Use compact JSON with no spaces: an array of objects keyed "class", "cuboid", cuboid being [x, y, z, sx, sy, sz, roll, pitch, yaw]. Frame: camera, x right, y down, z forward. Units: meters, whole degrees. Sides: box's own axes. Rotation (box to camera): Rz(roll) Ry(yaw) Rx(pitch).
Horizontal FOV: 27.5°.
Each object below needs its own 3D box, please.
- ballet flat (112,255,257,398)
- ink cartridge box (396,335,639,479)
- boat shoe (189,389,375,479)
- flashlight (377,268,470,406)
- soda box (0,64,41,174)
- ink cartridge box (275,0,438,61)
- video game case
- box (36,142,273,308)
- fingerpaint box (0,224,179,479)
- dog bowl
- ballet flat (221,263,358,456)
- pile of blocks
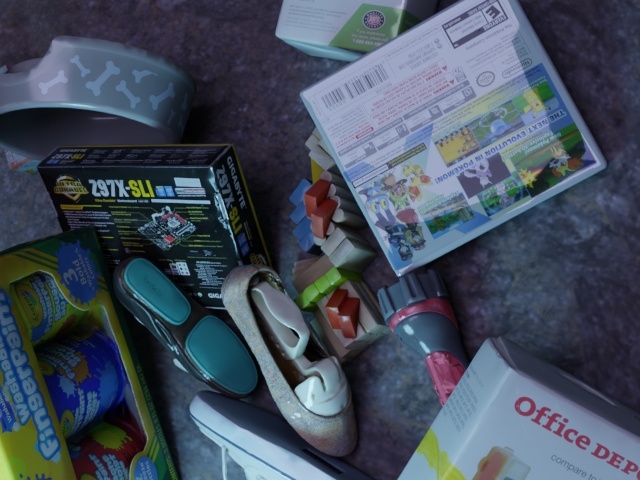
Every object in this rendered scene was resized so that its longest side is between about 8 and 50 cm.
[{"class":"ballet flat","cuboid":[-0.209,0.135,1.991,0.280,0.095,0.096,48,146,-5]},{"class":"ink cartridge box","cuboid":[0.241,0.356,1.645,0.279,0.160,0.384,29,97,-8]},{"class":"boat shoe","cuboid":[-0.058,0.362,1.898,0.367,0.136,0.156,29,99,18]},{"class":"flashlight","cuboid":[0.172,0.192,1.802,0.103,0.103,0.304,-18,68,-4]},{"class":"soda box","cuboid":[-0.520,-0.207,2.256,0.058,0.063,0.183,-28,71,21]},{"class":"ink cartridge box","cuboid":[0.083,-0.445,1.943,0.207,0.119,0.353,14,90,28]},{"class":"video game case","cuboid":[0.182,-0.155,1.817,0.329,0.036,0.300,-29,87,10]},{"class":"box","cuboid":[-0.248,-0.022,1.996,0.322,0.079,0.257,1,122,28]},{"class":"fingerpaint box","cuboid":[-0.410,0.236,1.882,0.163,0.371,0.444,-15,96,25]},{"class":"dog bowl","cuboid":[-0.367,-0.203,2.024,0.349,0.349,0.102,-5,74,27]},{"class":"ballet flat","cuboid":[-0.033,0.168,1.865,0.316,0.107,0.106,54,145,0]},{"class":"pile of blocks","cuboid":[0.000,0.000,1.923,0.149,0.113,0.362,-15,75,25]}]
